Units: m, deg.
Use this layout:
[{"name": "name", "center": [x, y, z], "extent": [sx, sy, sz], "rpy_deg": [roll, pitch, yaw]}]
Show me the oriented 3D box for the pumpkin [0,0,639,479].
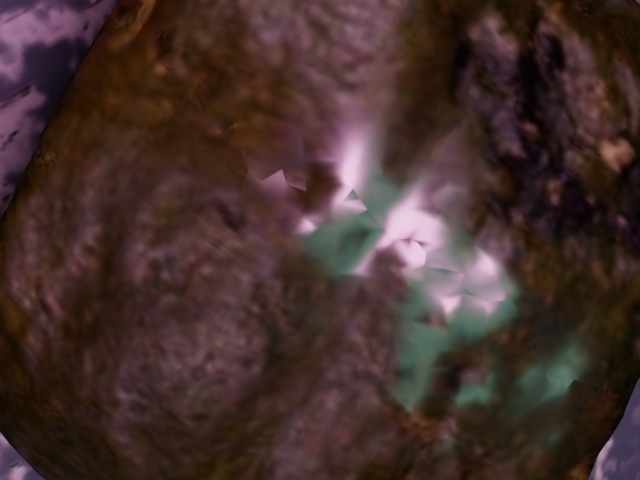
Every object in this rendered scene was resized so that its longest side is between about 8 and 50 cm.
[{"name": "pumpkin", "center": [0.000, 0.000, 0.468], "extent": [0.225, 0.256, 0.303], "rpy_deg": [26, 93, -9]}]
